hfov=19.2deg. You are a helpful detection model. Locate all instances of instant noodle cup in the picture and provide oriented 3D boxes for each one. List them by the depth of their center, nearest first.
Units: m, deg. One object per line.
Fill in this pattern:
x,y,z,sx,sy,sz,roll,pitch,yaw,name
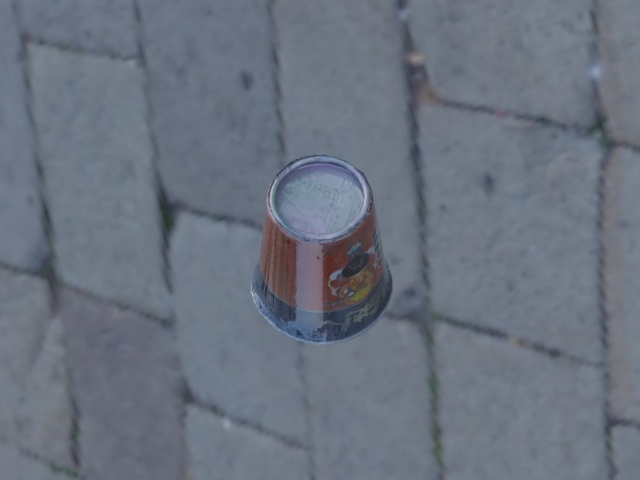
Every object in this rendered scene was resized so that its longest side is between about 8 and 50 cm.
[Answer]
0.001,0.002,1.591,0.127,0.127,0.136,48,158,27,instant noodle cup
